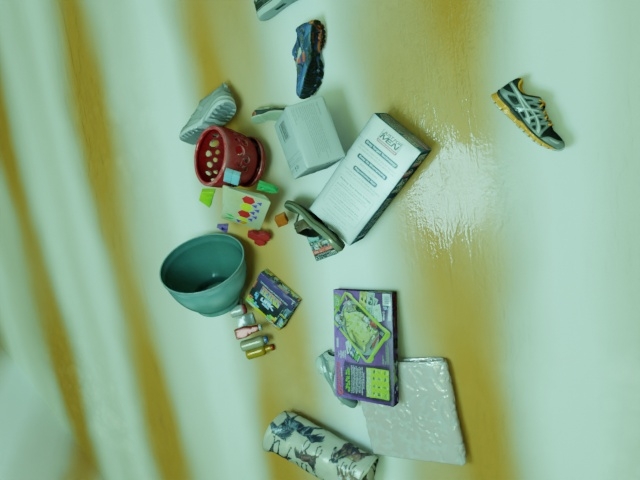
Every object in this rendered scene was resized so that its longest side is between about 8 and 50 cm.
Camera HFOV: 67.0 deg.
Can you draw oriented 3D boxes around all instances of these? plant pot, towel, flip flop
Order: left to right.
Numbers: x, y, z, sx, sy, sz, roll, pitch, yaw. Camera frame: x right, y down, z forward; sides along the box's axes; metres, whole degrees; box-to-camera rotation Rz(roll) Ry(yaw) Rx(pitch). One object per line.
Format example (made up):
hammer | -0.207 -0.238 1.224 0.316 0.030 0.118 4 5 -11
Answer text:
plant pot | -0.388 0.143 1.698 0.293 0.293 0.196 15 137 27
plant pot | -0.285 -0.257 1.550 0.191 0.174 0.191 -6 82 45
flip flop | -0.032 -0.038 1.477 0.080 0.112 0.277 -53 53 7
towel | 0.276 0.530 1.520 0.317 0.053 0.331 -9 97 33

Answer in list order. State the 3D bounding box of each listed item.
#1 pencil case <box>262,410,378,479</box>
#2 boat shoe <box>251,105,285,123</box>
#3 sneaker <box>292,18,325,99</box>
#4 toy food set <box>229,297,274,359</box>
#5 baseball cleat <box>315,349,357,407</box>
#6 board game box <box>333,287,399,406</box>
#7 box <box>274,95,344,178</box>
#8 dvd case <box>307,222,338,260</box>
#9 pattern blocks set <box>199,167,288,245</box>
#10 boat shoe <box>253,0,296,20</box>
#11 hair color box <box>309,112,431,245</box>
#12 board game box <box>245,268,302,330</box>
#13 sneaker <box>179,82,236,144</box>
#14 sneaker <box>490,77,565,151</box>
pencil case | -0.006 0.737 1.674 0.410 0.160 0.183 17 133 26
boat shoe | -0.161 -0.405 1.537 0.137 0.049 0.043 -2 62 32
sneaker | -0.042 -0.529 1.424 0.087 0.083 0.221 20 107 39
toy food set | -0.250 0.308 1.747 0.105 0.111 0.232 -17 83 2
baseball cleat | 0.070 0.459 1.612 0.206 0.072 0.109 48 115 7
board game box | 0.140 0.327 1.511 0.208 0.056 0.346 0 92 28
box | -0.036 -0.291 1.398 0.181 0.119 0.181 168 81 -75
dvd case | 0.000 0.000 1.566 0.087 0.013 0.119 -22 92 33
pattern blocks set | -0.242 -0.102 1.537 0.285 0.026 0.325 22 145 -16
boat shoe | -0.110 -0.723 1.403 0.219 0.078 0.070 -16 95 34
hair color box | 0.136 -0.171 1.386 0.174 0.105 0.347 43 120 13
board game box | -0.166 0.208 1.698 0.170 0.048 0.141 39 120 16
sneaker | -0.381 -0.422 1.649 0.281 0.105 0.115 -27 58 35
sneaker | 0.506 -0.298 1.152 0.215 0.084 0.083 49 116 11
